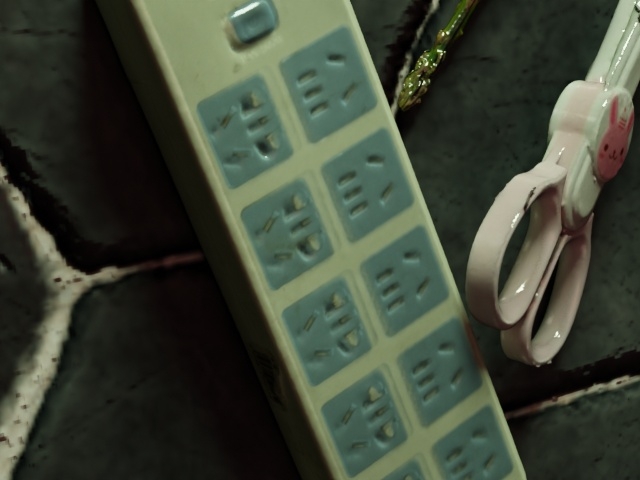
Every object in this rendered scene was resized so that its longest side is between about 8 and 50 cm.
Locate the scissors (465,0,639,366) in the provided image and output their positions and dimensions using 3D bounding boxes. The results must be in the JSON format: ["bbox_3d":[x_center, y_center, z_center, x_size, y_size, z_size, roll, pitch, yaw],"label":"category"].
[{"bbox_3d":[0.142,-0.053,0.804,0.242,0.031,0.118,-65,148,-16],"label":"scissors"}]

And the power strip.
[{"bbox_3d":[0.000,0.000,0.721,0.106,0.043,0.367,-33,113,-26],"label":"power strip"}]

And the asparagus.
[{"bbox_3d":[0.082,-0.133,0.775,0.166,0.016,0.013,-60,156,-13],"label":"asparagus"}]
